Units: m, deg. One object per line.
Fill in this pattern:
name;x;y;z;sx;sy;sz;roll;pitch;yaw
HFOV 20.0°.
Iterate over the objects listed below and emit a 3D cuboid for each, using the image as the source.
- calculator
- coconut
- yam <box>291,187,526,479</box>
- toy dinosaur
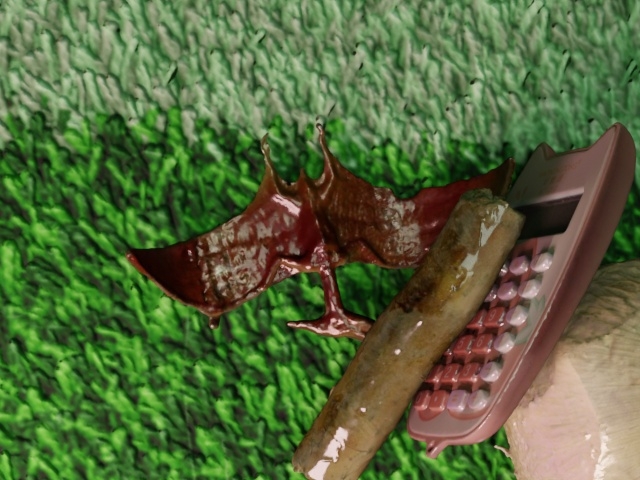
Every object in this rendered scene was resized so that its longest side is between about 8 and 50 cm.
calculator;0.175;0.052;1.628;0.048;0.220;0.329;33;77;-15
coconut;0.312;0.153;1.639;0.297;0.254;0.297;0;88;-15
yam;0.078;0.093;1.633;0.071;0.067;0.317;30;100;-16
toy dinosaur;-0.007;-0.008;1.645;0.327;0.113;0.206;13;83;-10
